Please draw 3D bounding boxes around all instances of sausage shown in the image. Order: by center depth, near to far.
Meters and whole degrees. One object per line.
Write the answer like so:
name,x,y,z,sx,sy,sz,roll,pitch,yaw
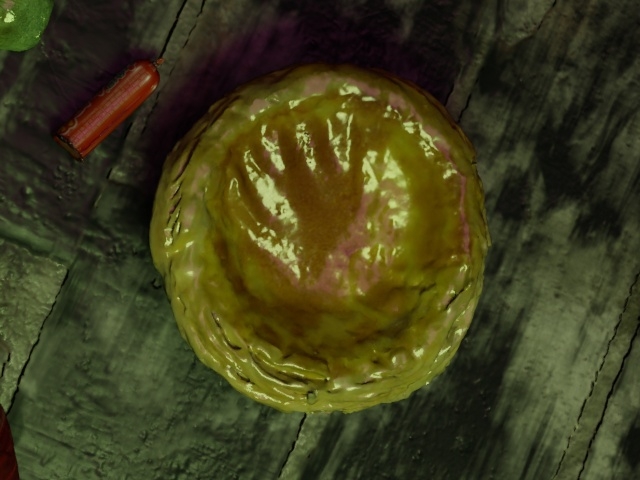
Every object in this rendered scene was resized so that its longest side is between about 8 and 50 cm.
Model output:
sausage,-0.217,-0.146,1.461,0.048,0.050,0.145,37,73,25

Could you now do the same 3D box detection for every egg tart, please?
egg tart,0.000,0.000,1.488,0.387,0.169,0.388,1,87,-19

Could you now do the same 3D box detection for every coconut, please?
coconut,-0.319,-0.238,1.401,0.096,0.088,0.088,16,84,-27

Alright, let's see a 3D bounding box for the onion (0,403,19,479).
onion,-0.398,0.231,1.296,0.252,0.219,0.252,-3,99,-18
